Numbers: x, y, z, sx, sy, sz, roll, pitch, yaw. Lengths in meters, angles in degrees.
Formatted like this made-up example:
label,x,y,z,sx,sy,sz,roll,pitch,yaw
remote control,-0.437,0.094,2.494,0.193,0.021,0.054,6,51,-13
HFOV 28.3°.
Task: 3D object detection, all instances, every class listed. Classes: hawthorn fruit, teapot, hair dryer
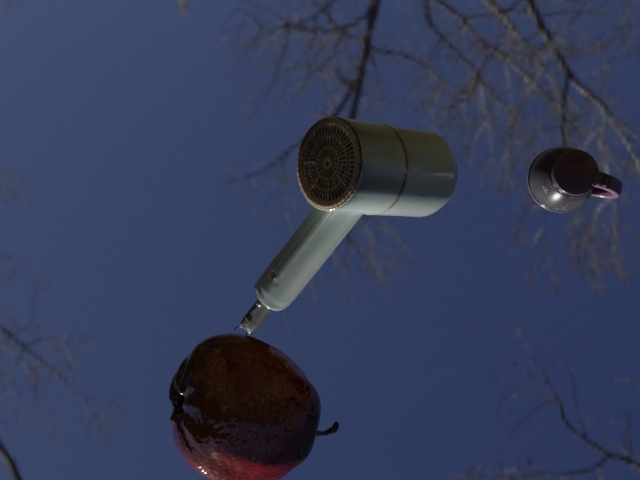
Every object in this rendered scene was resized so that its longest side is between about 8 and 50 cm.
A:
label,x,y,z,sx,sy,sz,roll,pitch,yaw
hawthorn fruit,-0.065,0.186,1.354,0.194,0.157,0.157,18,-155,-23
teapot,0.437,-0.099,2.188,0.116,0.148,0.146,-46,179,-5
hair dryer,0.000,0.000,1.520,0.173,0.357,0.107,5,-133,-43
